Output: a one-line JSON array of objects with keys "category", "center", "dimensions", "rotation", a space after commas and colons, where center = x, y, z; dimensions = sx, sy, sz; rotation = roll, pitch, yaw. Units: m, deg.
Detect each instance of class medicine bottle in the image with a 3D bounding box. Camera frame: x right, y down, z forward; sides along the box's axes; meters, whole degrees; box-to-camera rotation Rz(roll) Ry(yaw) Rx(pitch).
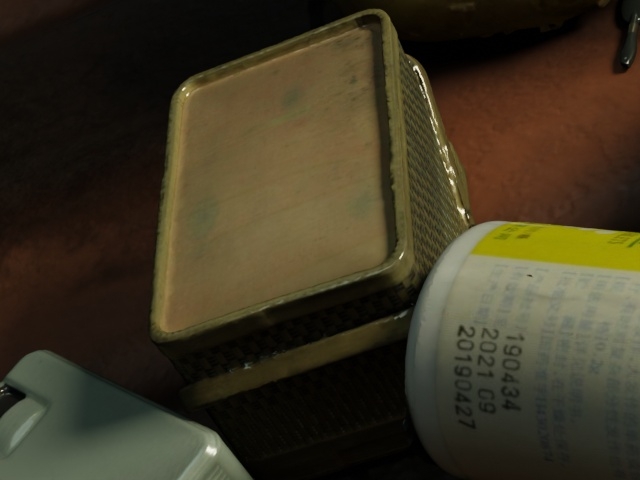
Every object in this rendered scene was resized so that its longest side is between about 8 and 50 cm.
[{"category": "medicine bottle", "center": [0.181, 0.070, 0.790], "dimensions": [0.258, 0.143, 0.143], "rotation": [8, 54, 37]}]

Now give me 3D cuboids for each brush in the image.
[{"category": "brush", "center": [0.213, -0.147, 1.089], "dimensions": [0.024, 0.008, 0.083], "rotation": [-5, 48, 27]}]

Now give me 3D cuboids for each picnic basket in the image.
[{"category": "picnic basket", "center": [0.000, 0.000, 0.972], "dimensions": [0.165, 0.139, 0.267], "rotation": [-19, 40, 15]}]

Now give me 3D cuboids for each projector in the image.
[{"category": "projector", "center": [-0.171, 0.203, 0.917], "dimensions": [0.192, 0.099, 0.257], "rotation": [19, 63, 42]}]

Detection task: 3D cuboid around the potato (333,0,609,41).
[{"category": "potato", "center": [0.115, -0.237, 1.114], "dimensions": [0.296, 0.192, 0.141], "rotation": [-2, 17, 31]}]
